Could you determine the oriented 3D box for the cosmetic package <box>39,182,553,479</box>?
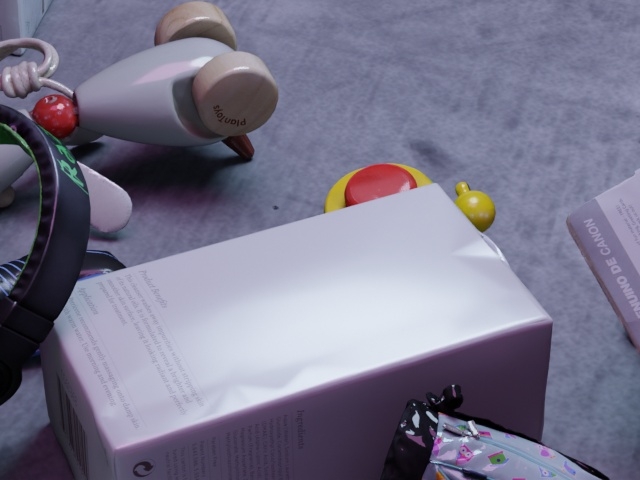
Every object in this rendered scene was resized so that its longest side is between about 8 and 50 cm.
[{"bbox_3d":[-0.023,0.108,1.539,0.385,0.156,0.217,-13,40,-18],"label":"cosmetic package"}]

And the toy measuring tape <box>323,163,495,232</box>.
[{"bbox_3d":[0.000,0.000,1.720,0.330,0.121,0.121,-14,39,-3],"label":"toy measuring tape"}]

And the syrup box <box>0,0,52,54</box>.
[{"bbox_3d":[-0.355,-0.319,2.128,0.093,0.096,0.237,8,38,7],"label":"syrup box"}]

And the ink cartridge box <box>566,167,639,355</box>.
[{"bbox_3d":[0.392,0.051,1.498,0.272,0.130,0.309,-29,68,8],"label":"ink cartridge box"}]

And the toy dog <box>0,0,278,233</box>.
[{"bbox_3d":[-0.193,-0.107,1.851,0.334,0.161,0.220,-10,40,11],"label":"toy dog"}]

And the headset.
[{"bbox_3d":[-0.359,0.055,1.481,0.394,0.185,0.243,-52,51,2],"label":"headset"}]

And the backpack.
[{"bbox_3d":[0.132,0.213,1.428,0.182,0.152,0.115,20,46,5],"label":"backpack"}]

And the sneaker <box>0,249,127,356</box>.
[{"bbox_3d":[-0.284,0.061,1.666,0.232,0.081,0.090,-9,26,-13],"label":"sneaker"}]
